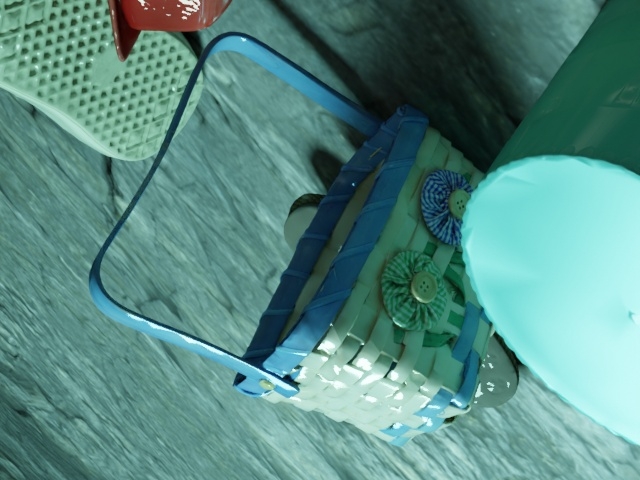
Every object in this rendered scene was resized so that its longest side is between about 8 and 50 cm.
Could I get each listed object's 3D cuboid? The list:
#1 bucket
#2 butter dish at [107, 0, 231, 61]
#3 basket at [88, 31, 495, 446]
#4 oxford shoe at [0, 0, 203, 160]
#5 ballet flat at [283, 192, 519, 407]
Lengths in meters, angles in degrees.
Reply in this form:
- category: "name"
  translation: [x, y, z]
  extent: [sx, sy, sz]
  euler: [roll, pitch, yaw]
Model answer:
- category: "bucket"
  translation: [0.231, -0.009, 0.918]
  extent: [0.281, 0.183, 0.281]
  euler: [31, 149, 21]
- category: "butter dish"
  translation: [-0.084, -0.220, 1.105]
  extent: [0.118, 0.160, 0.160]
  euler: [12, 145, 8]
- category: "basket"
  translation: [0.000, 0.000, 1.165]
  extent: [0.289, 0.254, 0.201]
  euler: [26, 153, -6]
- category: "oxford shoe"
  translation: [-0.221, -0.196, 1.184]
  extent: [0.130, 0.169, 0.449]
  euler: [40, 175, 23]
- category: "ballet flat"
  translation: [0.073, 0.047, 1.332]
  extent: [0.250, 0.058, 0.084]
  euler: [40, 116, -3]
